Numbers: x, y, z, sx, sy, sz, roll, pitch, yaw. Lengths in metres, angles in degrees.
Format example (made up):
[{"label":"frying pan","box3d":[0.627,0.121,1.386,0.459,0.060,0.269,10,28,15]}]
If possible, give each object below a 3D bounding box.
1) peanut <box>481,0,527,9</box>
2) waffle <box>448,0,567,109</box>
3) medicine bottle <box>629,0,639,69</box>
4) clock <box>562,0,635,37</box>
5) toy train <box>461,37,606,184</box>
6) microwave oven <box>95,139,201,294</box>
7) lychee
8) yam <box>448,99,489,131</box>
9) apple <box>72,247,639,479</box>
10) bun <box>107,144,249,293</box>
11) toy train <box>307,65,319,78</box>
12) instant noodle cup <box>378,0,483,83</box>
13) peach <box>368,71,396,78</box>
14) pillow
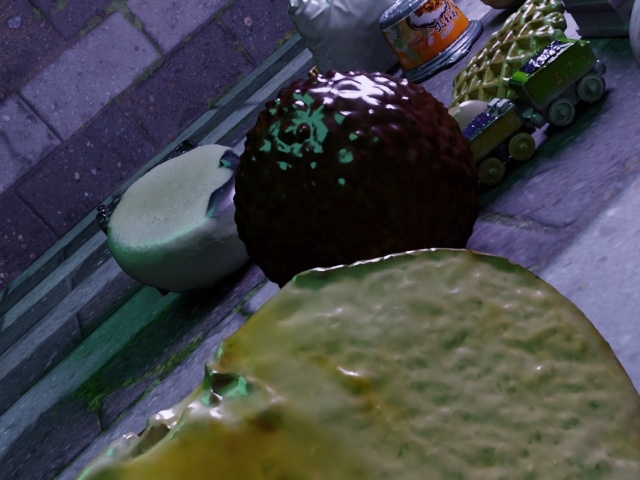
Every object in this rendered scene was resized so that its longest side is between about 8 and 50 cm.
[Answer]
[{"label":"peanut","box3d":[0.377,-0.471,1.323,0.274,0.111,0.125,-12,18,49]},{"label":"waffle","box3d":[0.248,-0.239,1.077,0.214,0.054,0.208,-48,14,31]},{"label":"medicine bottle","box3d":[0.336,-0.163,0.636,0.147,0.147,0.143,-33,22,19]},{"label":"clock","box3d":[0.359,-0.448,0.981,0.235,0.309,0.166,-40,20,-2]},{"label":"toy train","box3d":[0.230,-0.146,0.899,0.202,0.081,0.060,-40,20,1]},{"label":"microwave oven","box3d":[-0.279,-0.056,1.492,0.247,0.188,0.178,-43,19,-7]},{"label":"lychee","box3d":[0.037,-0.048,0.810,0.260,0.261,0.261,-35,19,14]},{"label":"yam","box3d":[0.103,-0.126,1.103,0.081,0.081,0.356,-49,19,-24]},{"label":"apple","box3d":[0.007,0.155,0.404,0.309,0.252,0.314,-34,8,-38]},{"label":"bun","box3d":[-0.198,-0.016,1.303,0.283,0.179,0.283,-17,38,14]},{"label":"toy train","box3d":[0.054,-0.390,1.775,0.228,0.091,0.136,-48,10,-19]},{"label":"instant noodle cup","box3d":[0.188,-0.387,1.451,0.177,0.125,0.208,-44,19,-14]},{"label":"peach","box3d":[0.101,-0.254,1.394,0.083,0.083,0.083,-35,19,14]},{"label":"pillow","box3d":[0.075,-0.432,1.544,0.283,0.310,0.138,-48,50,-8]}]
